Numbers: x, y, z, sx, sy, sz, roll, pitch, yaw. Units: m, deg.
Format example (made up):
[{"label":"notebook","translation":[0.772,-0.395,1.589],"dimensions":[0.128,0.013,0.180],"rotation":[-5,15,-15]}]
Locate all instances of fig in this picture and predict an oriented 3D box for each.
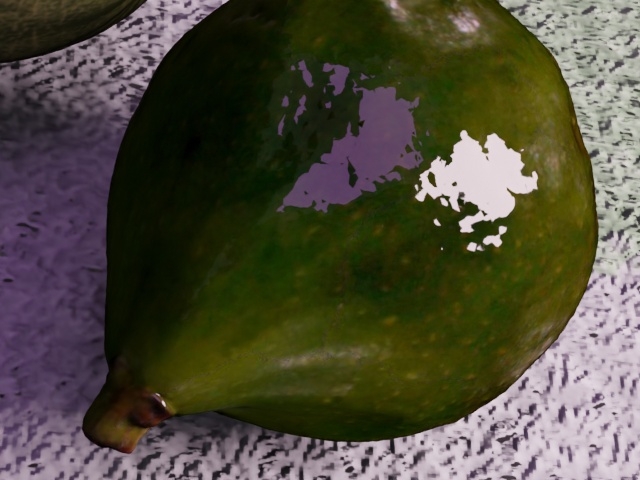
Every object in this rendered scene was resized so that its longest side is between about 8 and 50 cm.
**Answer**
[{"label":"fig","translation":[0.000,0.000,0.767],"dimensions":[0.195,0.195,0.245],"rotation":[35,40,9]}]

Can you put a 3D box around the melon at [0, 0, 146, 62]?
[{"label":"melon","translation":[-0.182,-0.203,0.833],"dimensions":[0.301,0.237,0.237],"rotation":[36,49,8]}]
